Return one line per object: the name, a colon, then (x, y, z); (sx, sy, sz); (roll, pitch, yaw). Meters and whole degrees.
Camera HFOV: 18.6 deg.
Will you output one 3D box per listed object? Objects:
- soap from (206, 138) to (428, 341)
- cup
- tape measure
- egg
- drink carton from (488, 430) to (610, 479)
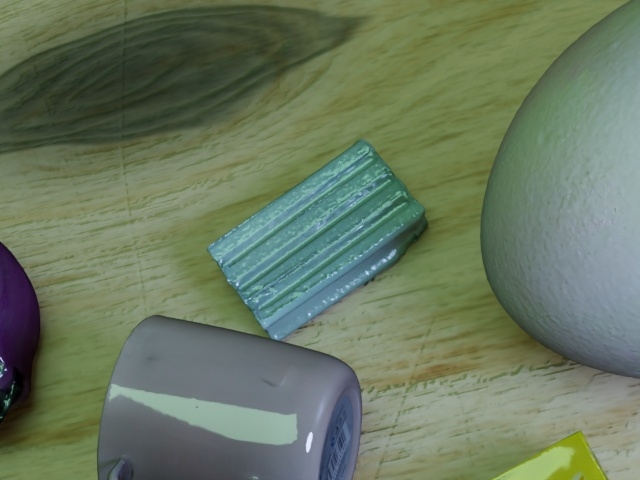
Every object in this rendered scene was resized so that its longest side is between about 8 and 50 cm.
soap: (0.000, 0.000, 1.938); (0.198, 0.063, 0.114); (-34, 62, -3)
cup: (-0.086, 0.190, 1.773); (0.200, 0.191, 0.253); (9, 26, 17)
tape measure: (-0.398, 0.094, 1.949); (0.231, 0.149, 0.245); (-20, 61, 6)
egg: (0.302, -0.032, 1.731); (0.340, 0.354, 0.354); (-24, 58, 27)
drink carton: (0.244, 0.353, 1.671); (0.154, 0.111, 0.351); (-28, 61, 0)
